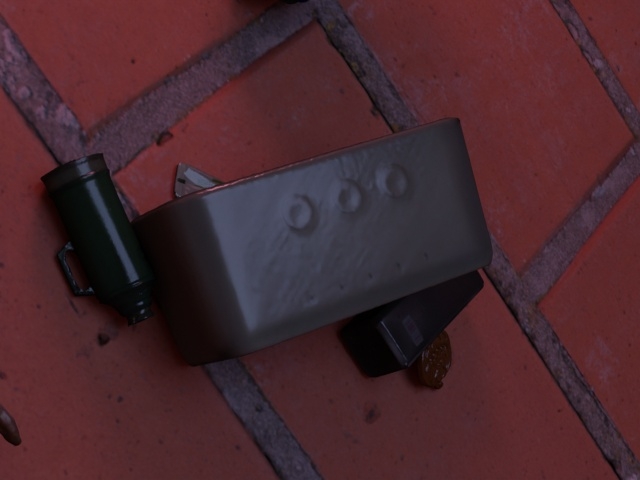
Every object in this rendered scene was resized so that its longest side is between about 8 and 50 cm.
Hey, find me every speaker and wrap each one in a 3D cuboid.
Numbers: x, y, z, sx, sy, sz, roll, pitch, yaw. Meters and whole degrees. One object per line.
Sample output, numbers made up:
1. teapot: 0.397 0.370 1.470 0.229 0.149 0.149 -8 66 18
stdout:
1. speaker: 0.000 0.000 1.564 0.406 0.183 0.184 -18 89 -30

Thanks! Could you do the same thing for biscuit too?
1. biscuit: 0.151 0.159 1.765 0.091 0.015 0.078 -36 121 -54

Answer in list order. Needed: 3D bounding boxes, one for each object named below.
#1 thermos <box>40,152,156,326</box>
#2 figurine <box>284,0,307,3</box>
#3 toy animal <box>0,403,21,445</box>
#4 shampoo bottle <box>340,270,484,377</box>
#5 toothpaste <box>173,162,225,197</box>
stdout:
1. thermos: -0.236 0.004 1.468 0.083 0.073 0.188 -25 91 -45
2. figurine: 0.008 -0.470 1.771 0.382 0.186 0.261 -59 137 -24
3. toy animal: -0.389 0.170 1.250 0.184 0.104 0.185 53 44 -10
4. shampoo bottle: 0.130 0.078 1.753 0.246 0.079 0.080 -41 103 -43
5. toothpaste: -0.093 -0.041 1.643 0.197 0.029 0.048 23 59 -30
